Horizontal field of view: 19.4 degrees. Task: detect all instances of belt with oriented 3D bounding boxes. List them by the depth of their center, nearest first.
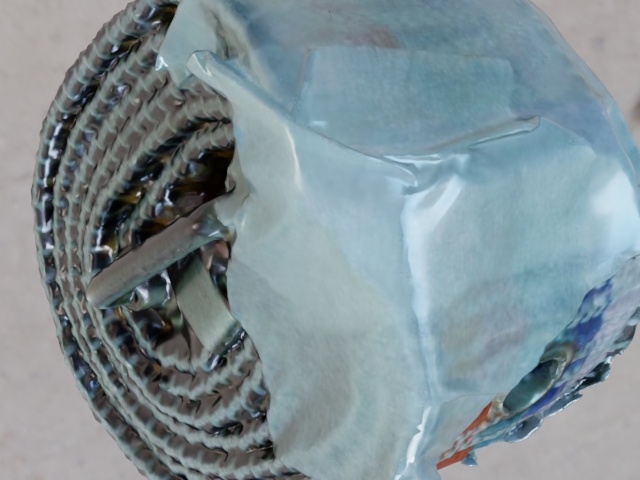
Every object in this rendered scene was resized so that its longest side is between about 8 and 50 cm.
[{"bbox_3d":[0.000,0.000,0.710,0.150,0.257,0.207,-21,85,-36],"label":"belt"}]
